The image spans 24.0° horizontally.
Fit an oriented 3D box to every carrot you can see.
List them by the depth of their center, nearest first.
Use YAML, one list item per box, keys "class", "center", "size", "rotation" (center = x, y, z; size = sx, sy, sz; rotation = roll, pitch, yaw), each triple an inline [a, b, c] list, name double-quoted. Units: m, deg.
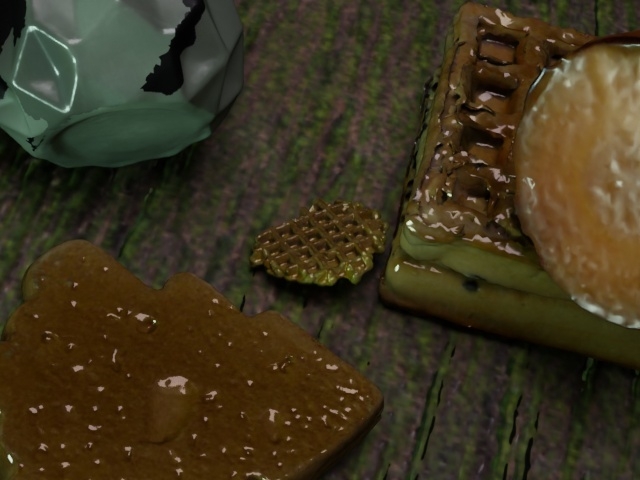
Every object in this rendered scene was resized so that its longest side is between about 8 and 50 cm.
- class: "carrot"
  center: [0.230, -0.065, 0.863]
  size: [0.159, 0.159, 0.225]
  rotation: [43, 45, 20]

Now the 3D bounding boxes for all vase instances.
- class: "vase"
  center: [-0.151, -0.232, 0.940]
  size: [0.165, 0.165, 0.360]
  rotation: [-7, 75, -18]

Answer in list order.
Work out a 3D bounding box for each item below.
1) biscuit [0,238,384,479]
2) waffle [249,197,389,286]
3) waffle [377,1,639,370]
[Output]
- class: "biscuit"
  center: [-0.083, 0.091, 0.837]
  size: [0.238, 0.041, 0.212]
  rotation: [5, 46, -9]
- class: "waffle"
  center: [0.002, 0.000, 0.930]
  size: [0.078, 0.016, 0.085]
  rotation: [19, 45, 27]
- class: "waffle"
  center: [0.208, -0.023, 0.959]
  size: [0.308, 0.091, 0.213]
  rotation: [16, 51, -1]
